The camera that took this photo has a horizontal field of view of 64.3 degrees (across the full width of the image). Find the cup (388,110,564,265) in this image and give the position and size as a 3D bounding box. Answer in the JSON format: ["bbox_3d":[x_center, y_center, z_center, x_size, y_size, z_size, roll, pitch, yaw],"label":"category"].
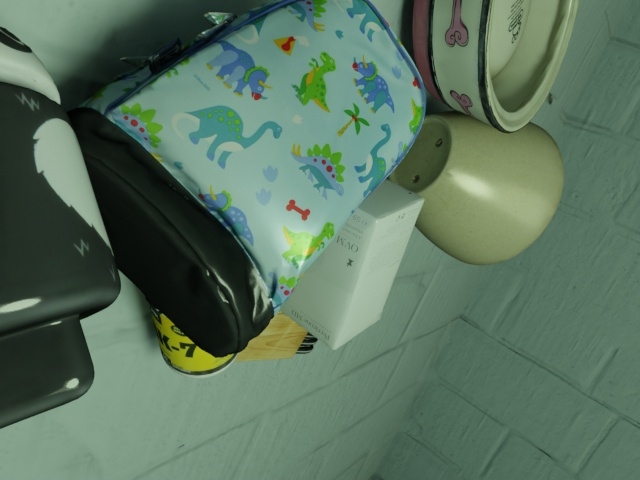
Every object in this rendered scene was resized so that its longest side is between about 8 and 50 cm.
[{"bbox_3d":[0.281,-0.137,1.050,0.237,0.331,0.331,18,103,-34],"label":"cup"}]

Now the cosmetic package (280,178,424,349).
[{"bbox_3d":[0.000,0.000,0.776,0.138,0.224,0.224,-24,137,-47],"label":"cosmetic package"}]

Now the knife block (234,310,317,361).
[{"bbox_3d":[-0.088,0.173,0.953,0.276,0.088,0.242,-37,145,-35],"label":"knife block"}]

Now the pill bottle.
[{"bbox_3d":[-0.169,0.086,0.691,0.119,0.119,0.208,-37,149,-34],"label":"pill bottle"}]

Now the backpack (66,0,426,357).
[{"bbox_3d":[-0.058,-0.104,0.545,0.273,0.290,0.355,-26,-163,47],"label":"backpack"}]

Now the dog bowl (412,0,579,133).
[{"bbox_3d":[0.310,-0.403,0.884,0.408,0.150,0.407,-28,128,-43],"label":"dog bowl"}]

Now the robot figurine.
[{"bbox_3d":[-0.239,-0.015,0.343,0.209,0.278,0.174,-21,176,23],"label":"robot figurine"}]
